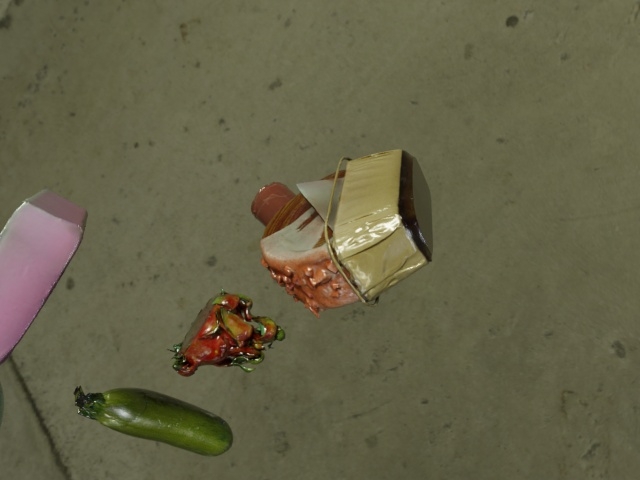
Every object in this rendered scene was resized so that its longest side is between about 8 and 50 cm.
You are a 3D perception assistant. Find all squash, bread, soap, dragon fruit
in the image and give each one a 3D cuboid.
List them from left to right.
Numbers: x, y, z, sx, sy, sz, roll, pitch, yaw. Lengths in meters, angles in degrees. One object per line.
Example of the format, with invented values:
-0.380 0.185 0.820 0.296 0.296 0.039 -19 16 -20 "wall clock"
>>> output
-0.376 0.032 0.740 0.181 0.081 0.259 -59 21 -5 "soap"
-0.285 0.311 1.016 0.087 0.331 0.087 -25 49 33 "squash"
-0.144 0.141 0.852 0.175 0.142 0.138 15 66 8 "dragon fruit"
0.030 -0.017 0.728 0.212 0.142 0.224 -20 30 23 "bread"

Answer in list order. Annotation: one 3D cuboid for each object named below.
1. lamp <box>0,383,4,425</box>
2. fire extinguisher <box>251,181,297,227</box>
-0.582 0.308 0.888 0.209 0.147 0.284 -34 27 53 "lamp"
0.000 0.000 1.270 0.337 0.147 0.106 42 122 31 "fire extinguisher"
